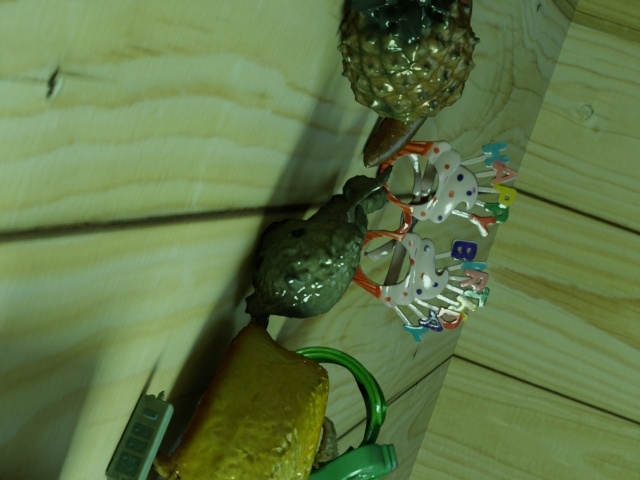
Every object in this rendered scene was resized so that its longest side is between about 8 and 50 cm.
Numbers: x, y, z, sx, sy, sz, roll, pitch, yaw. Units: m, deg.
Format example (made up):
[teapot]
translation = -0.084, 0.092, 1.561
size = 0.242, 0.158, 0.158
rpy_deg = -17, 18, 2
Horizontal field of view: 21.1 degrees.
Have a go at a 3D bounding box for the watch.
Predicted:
[watch]
translation = -0.013, 0.190, 1.714
size = 0.165, 0.152, 0.131
rpy_deg = -26, 169, 4

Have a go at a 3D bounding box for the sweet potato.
[sweet potato]
translation = 0.112, -0.185, 1.841
size = 0.078, 0.058, 0.255
rpy_deg = 30, 83, -63

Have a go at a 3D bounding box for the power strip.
[power strip]
translation = -0.135, 0.150, 1.297
size = 0.017, 0.027, 0.083
rpy_deg = 78, 32, -69

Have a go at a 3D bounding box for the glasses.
[glasses]
translation = 0.132, -0.010, 1.973
size = 0.095, 0.162, 0.255
rpy_deg = -49, 158, -71

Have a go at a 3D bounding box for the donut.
[donut]
translation = -0.073, 0.197, 1.472
size = 0.253, 0.118, 0.253
rpy_deg = 16, 90, -83

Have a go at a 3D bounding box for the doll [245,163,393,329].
[doll]
translation = 0.013, -0.009, 1.585
size = 0.203, 0.091, 0.286
rpy_deg = -34, -174, 45

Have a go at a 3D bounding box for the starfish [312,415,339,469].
[starfish]
translation = -0.061, 0.340, 1.849
size = 0.293, 0.084, 0.301
rpy_deg = 14, 86, -70

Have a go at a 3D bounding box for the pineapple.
[pineapple]
translation = 0.073, -0.206, 1.450
size = 0.248, 0.128, 0.128
rpy_deg = 82, 29, -61
